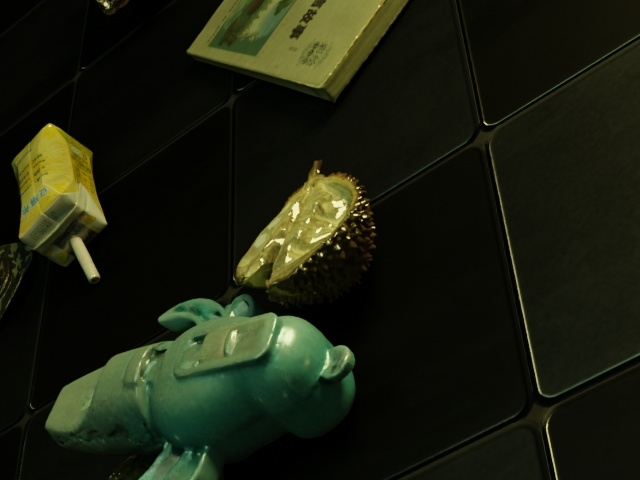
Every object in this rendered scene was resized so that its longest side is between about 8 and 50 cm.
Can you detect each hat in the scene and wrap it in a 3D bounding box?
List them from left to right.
[{"bbox_3d":[-0.346,0.040,1.302,0.121,0.050,0.121,-26,43,28],"label":"hat"}]

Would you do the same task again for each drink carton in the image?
[{"bbox_3d":[-0.257,-0.031,1.248,0.084,0.074,0.200,-43,34,12],"label":"drink carton"}]

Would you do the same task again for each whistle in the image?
[{"bbox_3d":[-0.089,0.107,0.897,0.274,0.093,0.186,-15,43,35],"label":"whistle"}]

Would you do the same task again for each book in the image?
[{"bbox_3d":[-0.005,-0.237,1.196,0.215,0.025,0.283,-55,33,-8],"label":"book"}]

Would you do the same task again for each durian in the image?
[{"bbox_3d":[-0.001,0.002,0.929,0.110,0.071,0.140,-17,37,28],"label":"durian"}]

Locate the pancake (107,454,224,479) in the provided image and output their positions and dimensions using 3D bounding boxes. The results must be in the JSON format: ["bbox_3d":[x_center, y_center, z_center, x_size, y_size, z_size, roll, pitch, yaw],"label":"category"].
[{"bbox_3d":[-0.117,0.183,0.933,0.116,0.022,0.129,-47,33,-4],"label":"pancake"}]

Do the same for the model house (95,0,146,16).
[{"bbox_3d":[-0.202,-0.334,1.435,0.165,0.106,0.152,-38,34,26],"label":"model house"}]
